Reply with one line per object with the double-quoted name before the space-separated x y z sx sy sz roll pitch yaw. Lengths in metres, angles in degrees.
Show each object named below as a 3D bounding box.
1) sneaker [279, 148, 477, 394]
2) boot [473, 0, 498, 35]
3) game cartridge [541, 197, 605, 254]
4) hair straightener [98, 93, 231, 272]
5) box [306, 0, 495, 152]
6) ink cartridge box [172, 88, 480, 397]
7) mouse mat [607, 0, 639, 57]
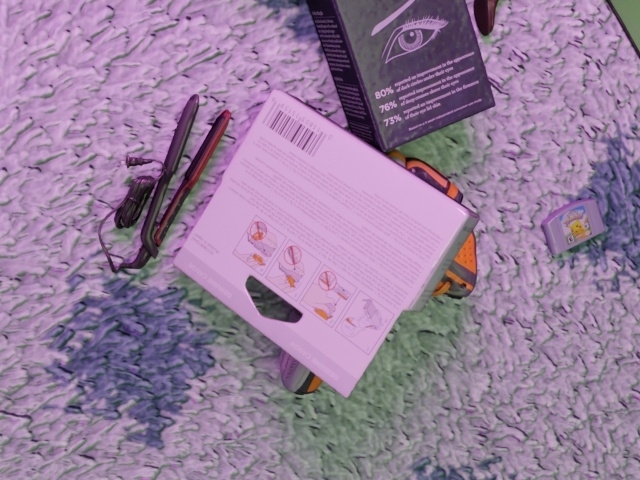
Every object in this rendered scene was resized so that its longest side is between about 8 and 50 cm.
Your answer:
"sneaker" 0.085 0.064 1.160 0.180 0.124 0.321 27 93 -19
"boot" 0.247 -0.310 1.178 0.114 0.037 0.106 -9 106 -20
"game cartridge" 0.339 -0.022 1.278 0.083 0.017 0.056 -26 104 -11
"hair straightener" -0.193 -0.067 1.094 0.089 0.047 0.230 28 97 -20
"box" 0.090 -0.227 1.106 0.153 0.108 0.207 -22 107 -11
"ink cartridge box" 0.000 0.000 1.068 0.275 0.060 0.239 35 101 21
"mouse mat" 0.471 -0.301 1.263 0.152 0.007 0.190 -39 111 -6
